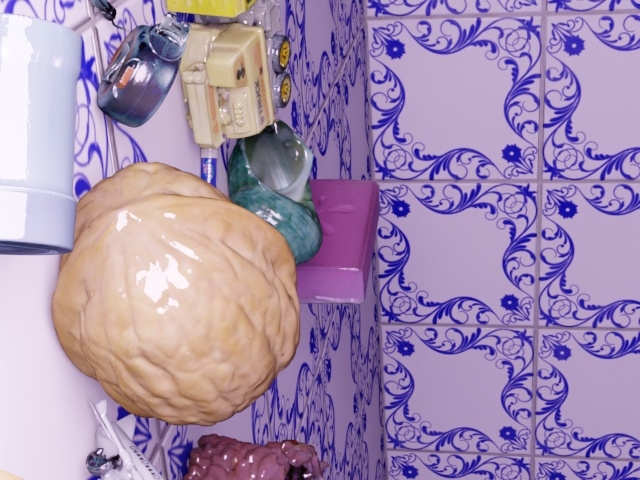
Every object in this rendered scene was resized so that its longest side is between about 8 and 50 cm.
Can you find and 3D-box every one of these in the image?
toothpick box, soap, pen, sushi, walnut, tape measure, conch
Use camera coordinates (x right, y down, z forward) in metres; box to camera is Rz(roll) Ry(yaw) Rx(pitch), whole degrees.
[{"bbox_3d":[-0.220,-0.070,0.741,0.101,0.101,0.153,39,51,-78],"label":"toothpick box"},{"bbox_3d":[0.000,-0.002,1.796,0.259,0.181,0.081,-75,162,-52],"label":"soap"},{"bbox_3d":[-0.148,-0.022,1.384,0.025,0.025,0.204,23,68,-79],"label":"pen"},{"bbox_3d":[-0.090,0.380,1.321,0.236,0.170,0.270,69,28,-66],"label":"sushi"},{"bbox_3d":[-0.130,0.050,0.960,0.261,0.224,0.225,69,23,-53],"label":"walnut"},{"bbox_3d":[-0.211,-0.186,0.988,0.180,0.104,0.107,33,78,-40],"label":"tape measure"},{"bbox_3d":[-0.078,-0.045,1.502,0.196,0.134,0.202,43,36,-17],"label":"conch"}]

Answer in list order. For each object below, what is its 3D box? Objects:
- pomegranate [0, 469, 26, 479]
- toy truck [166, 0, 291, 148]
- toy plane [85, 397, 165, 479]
[{"bbox_3d":[-0.207,0.222,0.469,0.270,0.229,0.252,49,42,-67],"label":"pomegranate"},{"bbox_3d":[-0.118,-0.246,1.280,0.157,0.124,0.272,-60,153,-51],"label":"toy truck"},{"bbox_3d":[-0.174,0.226,0.989,0.171,0.065,0.162,57,-13,43],"label":"toy plane"}]
